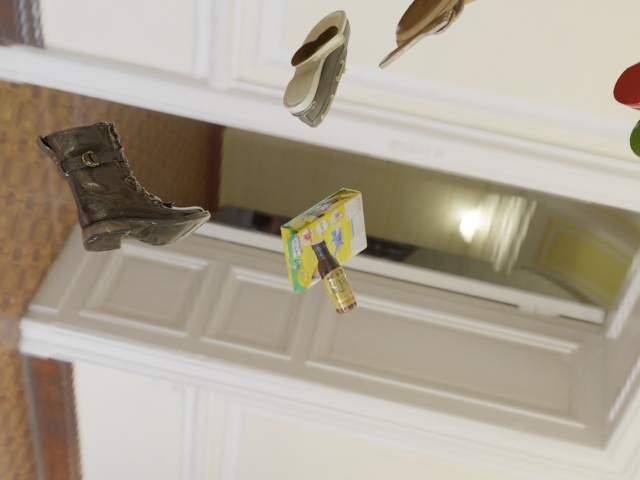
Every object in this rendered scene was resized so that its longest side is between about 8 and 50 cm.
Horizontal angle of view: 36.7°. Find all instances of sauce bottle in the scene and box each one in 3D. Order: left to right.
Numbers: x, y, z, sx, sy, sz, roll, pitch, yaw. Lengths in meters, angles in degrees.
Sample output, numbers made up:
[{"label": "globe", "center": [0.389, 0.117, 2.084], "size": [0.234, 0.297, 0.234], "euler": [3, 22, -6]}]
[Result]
[{"label": "sauce bottle", "center": [0.020, 0.060, 1.619], "size": [0.128, 0.042, 0.042], "euler": [64, 14, -13]}]

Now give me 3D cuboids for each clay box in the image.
[{"label": "clay box", "center": [0.000, 0.000, 1.872], "size": [0.222, 0.053, 0.127], "euler": [-32, 126, -40]}]

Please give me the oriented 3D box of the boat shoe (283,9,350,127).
[{"label": "boat shoe", "center": [0.006, -0.398, 2.226], "size": [0.091, 0.109, 0.305], "euler": [43, 56, -37]}]

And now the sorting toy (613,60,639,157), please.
[{"label": "sorting toy", "center": [0.641, -0.183, 1.752], "size": [0.127, 0.126, 0.365], "euler": [-31, -142, 27]}]

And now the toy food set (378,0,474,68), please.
[{"label": "toy food set", "center": [0.140, -0.269, 1.123], "size": [0.132, 0.038, 0.192], "euler": [-30, -153, 46]}]

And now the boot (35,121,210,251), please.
[{"label": "boot", "center": [-0.330, -0.105, 1.645], "size": [0.091, 0.263, 0.228], "euler": [-41, -116, 45]}]

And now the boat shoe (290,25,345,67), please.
[{"label": "boat shoe", "center": [-0.004, -0.422, 2.148], "size": [0.045, 0.135, 0.050], "euler": [33, 36, -47]}]
